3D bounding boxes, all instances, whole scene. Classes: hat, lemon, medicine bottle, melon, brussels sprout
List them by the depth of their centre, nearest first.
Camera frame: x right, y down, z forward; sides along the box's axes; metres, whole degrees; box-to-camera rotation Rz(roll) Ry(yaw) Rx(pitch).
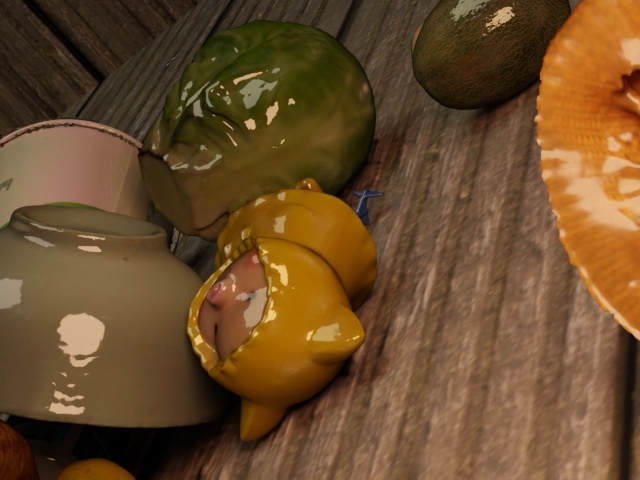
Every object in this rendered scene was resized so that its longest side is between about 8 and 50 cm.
[{"bbox_3d":[0.271,-0.064,0.991,0.233,0.244,0.233,2,5,28],"label":"hat"},{"bbox_3d":[-0.181,0.215,1.403,0.082,0.082,0.111,-43,9,-2],"label":"lemon"},{"bbox_3d":[-0.231,0.179,1.573,0.107,0.107,0.191,-35,17,24],"label":"medicine bottle"},{"bbox_3d":[0.160,-0.189,1.602,0.167,0.114,0.114,-40,15,16],"label":"melon"},{"bbox_3d":[-0.059,-0.107,1.773,0.244,0.244,0.244,-39,16,13],"label":"brussels sprout"}]

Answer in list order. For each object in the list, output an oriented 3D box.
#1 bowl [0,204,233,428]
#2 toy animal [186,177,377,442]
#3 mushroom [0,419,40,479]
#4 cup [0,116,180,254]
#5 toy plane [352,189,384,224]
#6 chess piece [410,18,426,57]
[{"bbox_3d":[-0.203,0.052,1.473,0.289,0.289,0.146,-144,63,-75],"label":"bowl"},{"bbox_3d":[-0.026,0.043,1.411,0.156,0.156,0.230,-34,27,27],"label":"toy animal"},{"bbox_3d":[-0.301,0.279,1.354,0.267,0.254,0.267,-35,-8,-5],"label":"mushroom"},{"bbox_3d":[-0.282,0.034,1.881,0.253,0.253,0.274,-37,22,17],"label":"cup"},{"bbox_3d":[0.000,0.000,1.573,0.054,0.062,0.167,2,26,39],"label":"toy plane"},{"bbox_3d":[0.145,-0.194,1.762,0.066,0.066,0.122,-46,21,-13],"label":"chess piece"}]
